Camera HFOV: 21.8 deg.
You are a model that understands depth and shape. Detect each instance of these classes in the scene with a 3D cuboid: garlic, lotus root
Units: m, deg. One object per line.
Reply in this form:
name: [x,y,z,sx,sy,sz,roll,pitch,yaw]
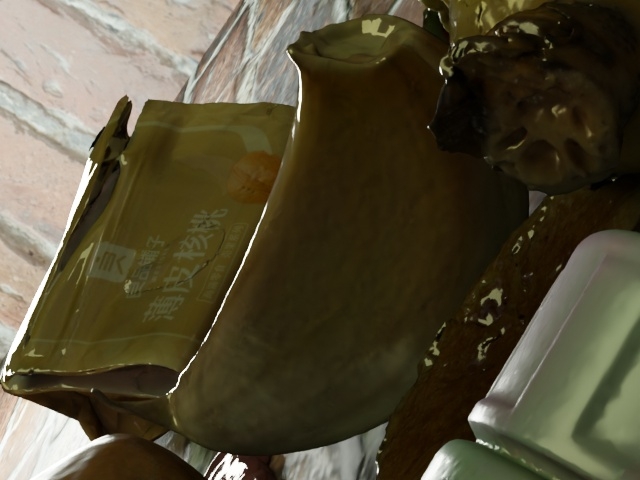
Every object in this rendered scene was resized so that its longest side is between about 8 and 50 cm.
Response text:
garlic: [0.009,0.009,0.822,0.245,0.164,0.145,-60,28,17]
lotus root: [0.137,-0.114,0.677,0.146,0.131,0.303,-41,12,43]

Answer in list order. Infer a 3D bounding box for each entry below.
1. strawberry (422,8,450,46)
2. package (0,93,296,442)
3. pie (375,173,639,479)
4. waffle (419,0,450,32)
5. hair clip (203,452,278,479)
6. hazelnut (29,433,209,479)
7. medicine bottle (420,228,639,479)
strawberry: [0.109,-0.174,1.068,0.187,0.082,0.147,-67,-7,-66]
package: [-0.155,0.014,1.455,0.221,0.165,0.311,-43,20,51]
pie: [0.086,0.057,0.669,0.195,0.046,0.195,-54,14,20]
waffle: [0.153,-0.229,0.844,0.301,0.058,0.281,-46,-17,8]
hair clip: [-0.077,0.193,1.026,0.123,0.102,0.138,-150,60,-80]
hazelnut: [-0.094,0.188,0.816,0.182,0.182,0.182,-54,13,18]
medicine bottle: [0.077,0.098,0.399,0.168,0.135,0.135,-58,12,-5]
